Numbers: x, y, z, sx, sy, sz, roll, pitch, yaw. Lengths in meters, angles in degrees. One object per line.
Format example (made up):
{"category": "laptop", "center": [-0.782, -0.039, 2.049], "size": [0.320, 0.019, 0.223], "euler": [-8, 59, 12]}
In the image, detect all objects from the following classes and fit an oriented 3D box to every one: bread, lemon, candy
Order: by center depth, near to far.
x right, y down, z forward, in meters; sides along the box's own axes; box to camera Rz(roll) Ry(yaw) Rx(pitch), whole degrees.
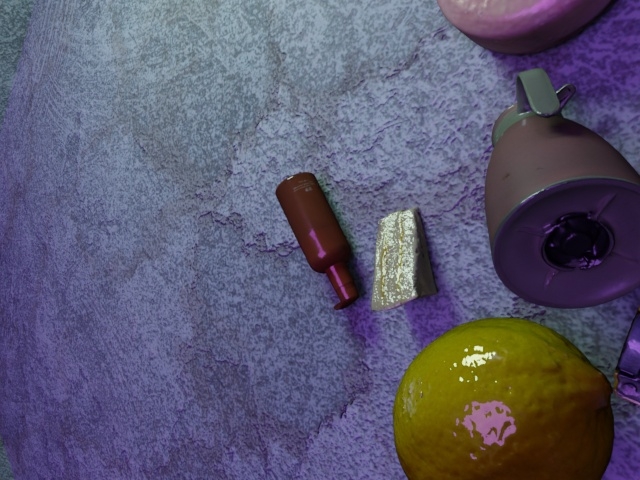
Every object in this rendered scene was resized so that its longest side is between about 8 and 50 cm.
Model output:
{"category": "lemon", "center": [0.204, 0.213, 0.577], "size": [0.236, 0.236, 0.263], "euler": [41, 108, 33]}
{"category": "candy", "center": [0.270, -0.365, 0.613], "size": [0.255, 0.094, 0.255], "euler": [-1, 88, 40]}
{"category": "bread", "center": [0.114, 0.024, 0.736], "size": [0.077, 0.105, 0.152], "euler": [-20, 78, 32]}

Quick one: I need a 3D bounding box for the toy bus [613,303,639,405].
{"category": "toy bus", "center": [0.405, 0.014, 0.461], "size": [0.144, 0.152, 0.330], "euler": [21, 105, 33]}

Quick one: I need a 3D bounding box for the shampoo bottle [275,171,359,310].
{"category": "shampoo bottle", "center": [0.001, -0.001, 0.847], "size": [0.085, 0.085, 0.244], "euler": [-37, 68, 34]}

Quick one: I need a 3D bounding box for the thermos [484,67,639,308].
{"category": "thermos", "center": [0.246, -0.079, 0.527], "size": [0.146, 0.265, 0.176], "euler": [-7, 126, 16]}
